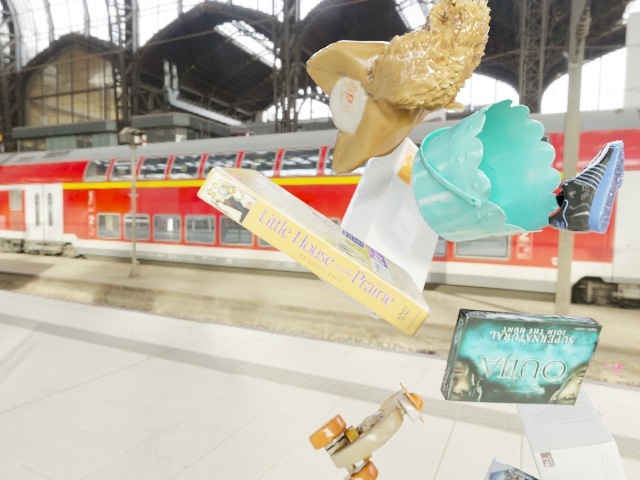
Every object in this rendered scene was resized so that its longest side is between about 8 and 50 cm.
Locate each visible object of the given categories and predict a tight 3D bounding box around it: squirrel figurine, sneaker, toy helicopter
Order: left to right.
[{"bbox_3d":[0.148,0.393,0.962,0.235,0.140,0.355,-44,-18,17],"label":"toy helicopter"},{"bbox_3d":[0.225,-0.361,0.990,0.370,0.281,0.397,-20,2,-33],"label":"squirrel figurine"},{"bbox_3d":[0.504,-0.106,0.806,0.090,0.081,0.232,7,48,44],"label":"sneaker"}]

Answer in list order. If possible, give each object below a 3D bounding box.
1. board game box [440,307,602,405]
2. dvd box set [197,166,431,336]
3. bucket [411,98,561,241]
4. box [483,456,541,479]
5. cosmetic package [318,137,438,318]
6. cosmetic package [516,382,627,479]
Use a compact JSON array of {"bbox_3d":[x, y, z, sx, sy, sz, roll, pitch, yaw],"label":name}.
[{"bbox_3d":[0.260,0.156,0.560,0.186,0.126,0.026,5,17,-7],"label":"board game box"},{"bbox_3d":[0.000,0.000,0.827,0.420,0.062,0.307,33,9,-2],"label":"dvd box set"},{"bbox_3d":[0.334,-0.130,0.878,0.281,0.281,0.183,-2,-9,-37],"label":"bucket"},{"bbox_3d":[0.426,0.650,0.998,0.044,0.233,0.159,38,-18,-12],"label":"box"},{"bbox_3d":[0.197,-0.037,1.197,0.230,0.453,0.161,38,-31,-24],"label":"cosmetic package"},{"bbox_3d":[0.525,0.428,0.912,0.151,0.151,0.184,-20,15,18],"label":"cosmetic package"}]
